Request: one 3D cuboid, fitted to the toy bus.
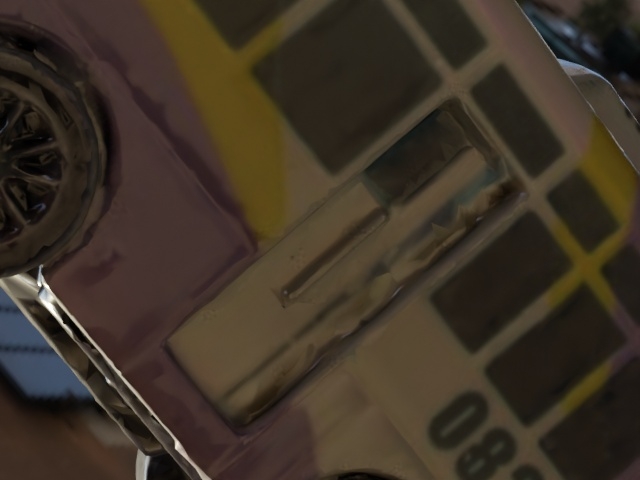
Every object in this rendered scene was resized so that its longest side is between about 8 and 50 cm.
[{"bbox_3d":[0.000,0.000,0.761,0.249,0.209,0.440,-40,-74,-7],"label":"toy bus"}]
